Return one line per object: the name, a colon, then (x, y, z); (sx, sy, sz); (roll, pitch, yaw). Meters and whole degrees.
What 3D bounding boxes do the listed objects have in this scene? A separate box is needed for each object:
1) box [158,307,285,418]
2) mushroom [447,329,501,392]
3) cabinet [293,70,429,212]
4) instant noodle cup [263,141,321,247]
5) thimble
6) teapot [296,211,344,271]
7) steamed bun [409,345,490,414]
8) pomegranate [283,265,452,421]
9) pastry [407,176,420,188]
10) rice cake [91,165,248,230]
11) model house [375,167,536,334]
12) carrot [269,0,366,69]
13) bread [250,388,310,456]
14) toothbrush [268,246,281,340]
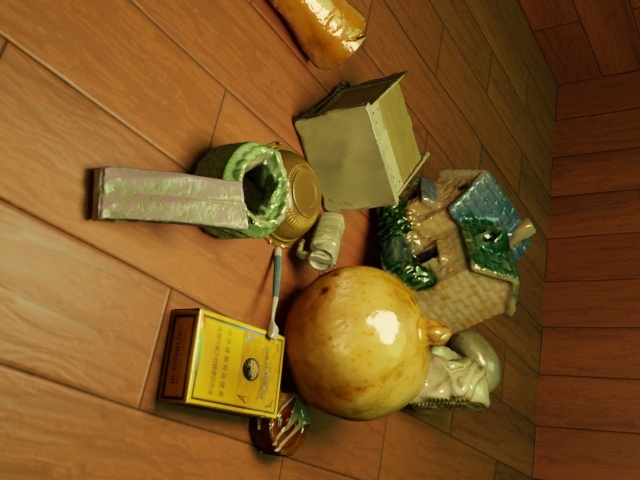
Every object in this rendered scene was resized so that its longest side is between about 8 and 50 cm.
box: (-0.203, 0.273, 1.524); (0.301, 0.084, 0.193); (29, 63, -52)
mushroom: (0.512, 0.449, 2.511); (0.243, 0.243, 0.243); (10, 78, -56)
cabinet: (0.127, -0.283, 1.966); (0.318, 0.227, 0.290); (-50, 126, -50)
instant noodle cup: (-0.068, -0.119, 1.771); (0.274, 0.090, 0.274); (9, 79, -55)
thimble: (-0.172, -0.111, 1.557); (0.219, 0.150, 0.219); (8, 80, -55)
teapot: (0.000, 0.000, 1.836); (0.200, 0.107, 0.077); (-74, 170, -60)
steamed bun: (0.396, 0.432, 2.240); (0.268, 0.280, 0.207); (35, 50, -52)
pomegranate: (0.116, 0.247, 1.716); (0.410, 0.410, 0.410); (10, 78, -56)
pastry: (0.321, -0.141, 2.372); (0.153, 0.081, 0.153); (-2, 90, -67)
rice cake: (-0.286, -0.079, 1.360); (0.298, 0.050, 0.106); (4, 83, -25)
model house: (0.421, 0.006, 2.096); (0.395, 0.400, 0.445); (54, 25, -30)
carrot: (-0.025, -0.589, 1.817); (0.254, 0.196, 0.196); (33, 59, -42)
bread: (-0.095, 0.435, 1.681); (0.160, 0.073, 0.160); (14, 72, -52)
toothbrush: (-0.105, 0.122, 1.671); (0.025, 0.019, 0.276); (51, 28, -39)
